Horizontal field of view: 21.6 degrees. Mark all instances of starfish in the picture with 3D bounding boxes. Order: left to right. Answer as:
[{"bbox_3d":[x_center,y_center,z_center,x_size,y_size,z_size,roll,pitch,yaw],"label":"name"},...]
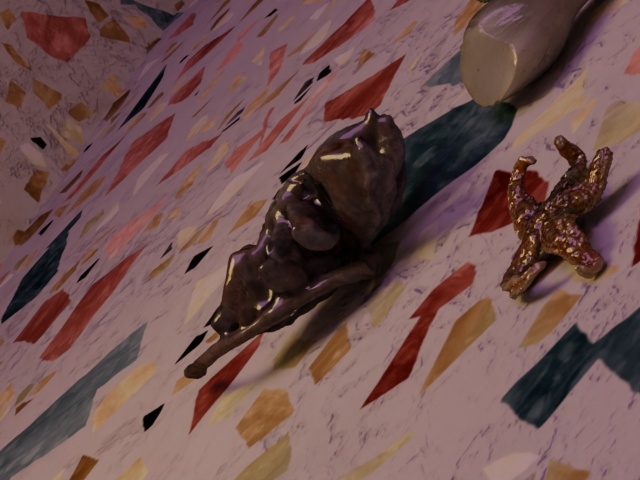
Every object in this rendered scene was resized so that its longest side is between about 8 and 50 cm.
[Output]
[{"bbox_3d":[0.208,-0.016,1.443,0.150,0.053,0.210,-55,19,14],"label":"starfish"}]

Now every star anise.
[{"bbox_3d":[0.000,0.000,1.778,0.316,0.139,0.359,-47,-1,-31],"label":"star anise"}]

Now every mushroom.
[{"bbox_3d":[0.238,-0.238,1.805,0.225,0.093,0.116,-42,26,-22],"label":"mushroom"}]

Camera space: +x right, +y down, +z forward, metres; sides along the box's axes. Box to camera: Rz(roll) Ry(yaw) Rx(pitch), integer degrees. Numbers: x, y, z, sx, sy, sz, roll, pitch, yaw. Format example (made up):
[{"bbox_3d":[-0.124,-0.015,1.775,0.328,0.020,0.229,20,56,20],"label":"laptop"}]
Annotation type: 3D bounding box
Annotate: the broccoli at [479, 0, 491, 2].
[{"bbox_3d":[0.226,-0.368,1.959,0.198,0.226,0.176,-51,-26,-13],"label":"broccoli"}]
